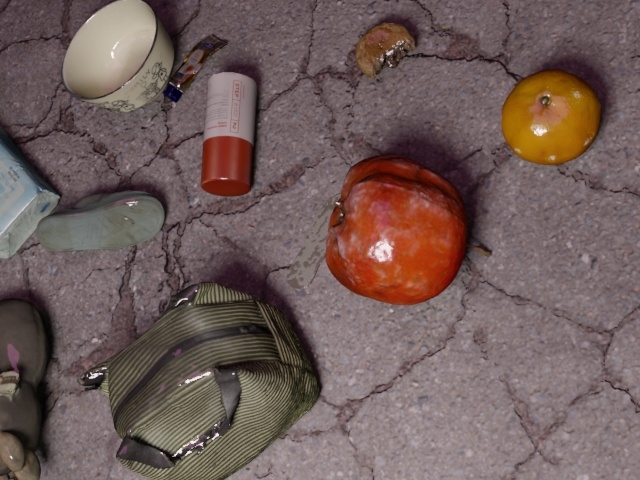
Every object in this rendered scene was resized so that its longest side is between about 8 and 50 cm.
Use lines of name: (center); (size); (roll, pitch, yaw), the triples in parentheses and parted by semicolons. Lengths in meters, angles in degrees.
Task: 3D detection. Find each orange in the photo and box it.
orange: (0.366, -0.198, 1.239); (0.156, 0.124, 0.156); (-7, 68, 17)

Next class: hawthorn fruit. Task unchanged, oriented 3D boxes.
hawthorn fruit: (0.147, -0.009, 1.228); (0.271, 0.242, 0.242); (14, 77, -8)

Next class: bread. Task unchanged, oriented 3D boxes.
bread: (0.114, -0.350, 1.418); (0.113, 0.060, 0.082); (-34, 65, 5)

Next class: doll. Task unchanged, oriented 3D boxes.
doll: (-0.664, 0.322, 1.441); (0.382, 0.252, 0.378); (-13, 37, 13)

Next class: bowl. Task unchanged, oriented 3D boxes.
bowl: (-0.387, -0.356, 1.562); (0.237, 0.126, 0.238); (-12, 64, 25)

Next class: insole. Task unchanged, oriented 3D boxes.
insole: (0.000, 0.000, 1.377); (0.065, 0.006, 0.193); (27, 84, 25)

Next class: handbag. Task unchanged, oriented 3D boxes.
handbag: (-0.199, 0.235, 1.250); (0.340, 0.240, 0.247); (-38, 60, 7)

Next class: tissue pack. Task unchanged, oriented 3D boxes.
tissue pack: (-0.681, -0.110, 1.625); (0.177, 0.089, 0.263); (-48, 66, 2)

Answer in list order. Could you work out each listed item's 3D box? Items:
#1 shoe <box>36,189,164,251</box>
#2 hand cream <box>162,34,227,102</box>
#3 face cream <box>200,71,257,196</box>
shoe: (-0.420, -0.043, 1.509); (0.251, 0.103, 0.100); (-11, 25, 3)
hand cream: (-0.257, -0.351, 1.572); (0.062, 0.039, 0.163); (34, 84, 42)
face cream: (-0.171, -0.197, 1.455); (0.096, 0.096, 0.214); (-5, 72, 19)
